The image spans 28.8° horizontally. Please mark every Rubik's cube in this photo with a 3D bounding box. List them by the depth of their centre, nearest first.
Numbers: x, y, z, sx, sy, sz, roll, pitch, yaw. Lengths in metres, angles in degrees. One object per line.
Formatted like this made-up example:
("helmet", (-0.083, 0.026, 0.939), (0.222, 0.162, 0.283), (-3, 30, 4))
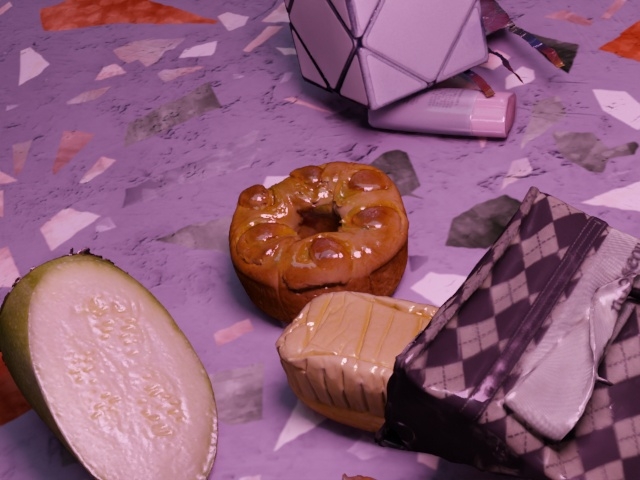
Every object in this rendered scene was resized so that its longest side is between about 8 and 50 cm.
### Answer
("Rubik's cube", (0.084, -0.325, 1.722), (0.205, 0.207, 0.205), (-24, 29, -21))

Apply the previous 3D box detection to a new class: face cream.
("face cream", (0.168, -0.179, 1.724), (0.198, 0.057, 0.084), (7, 41, 20))

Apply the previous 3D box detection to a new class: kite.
("kite", (0.227, -0.298, 1.835), (0.204, 0.022, 0.360), (-20, 30, -12))

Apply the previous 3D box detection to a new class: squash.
("squash", (-0.217, 0.141, 1.340), (0.189, 0.189, 0.260), (-32, 39, -22))

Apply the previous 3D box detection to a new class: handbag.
("handbag", (0.292, 0.155, 1.121), (0.416, 0.180, 0.317), (28, 46, 18))

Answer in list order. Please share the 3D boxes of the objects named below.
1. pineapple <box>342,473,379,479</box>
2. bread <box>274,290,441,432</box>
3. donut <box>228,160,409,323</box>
("pineapple", (-0.038, 0.370, 1.065), (0.165, 0.165, 0.364), (27, 61, 38))
("bread", (0.076, 0.135, 1.331), (0.236, 0.106, 0.140), (10, 45, 25))
("donut", (-0.001, 0.002, 1.506), (0.226, 0.114, 0.226), (-7, 40, 6))
